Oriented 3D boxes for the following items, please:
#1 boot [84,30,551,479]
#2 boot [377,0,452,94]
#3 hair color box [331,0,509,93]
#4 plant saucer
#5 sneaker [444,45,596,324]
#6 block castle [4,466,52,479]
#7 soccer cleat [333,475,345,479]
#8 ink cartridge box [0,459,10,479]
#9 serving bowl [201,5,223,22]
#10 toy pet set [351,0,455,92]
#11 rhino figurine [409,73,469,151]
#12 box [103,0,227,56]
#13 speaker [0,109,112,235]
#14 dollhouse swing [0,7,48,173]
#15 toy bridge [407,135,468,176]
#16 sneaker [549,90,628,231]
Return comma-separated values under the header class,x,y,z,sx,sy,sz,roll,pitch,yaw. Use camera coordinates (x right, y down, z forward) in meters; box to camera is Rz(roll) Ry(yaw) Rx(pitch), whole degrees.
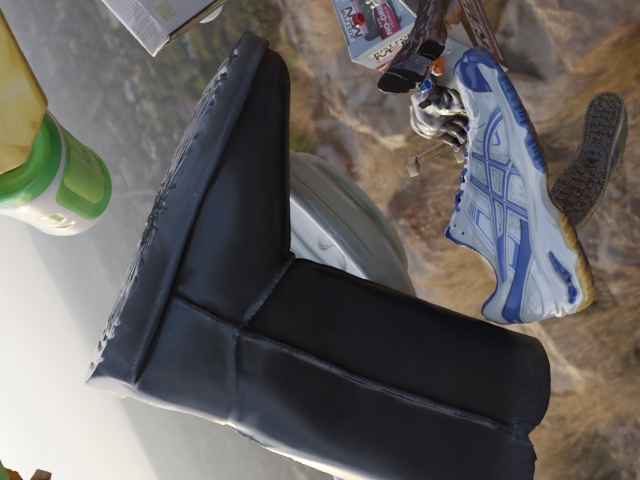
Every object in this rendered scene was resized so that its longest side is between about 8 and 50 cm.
class,x,y,z,sx,sy,sz,roll,pitch,yaw
boot,0.046,0.051,0.885,0.445,0.367,0.146,23,173,-15
boot,0.099,-0.211,0.885,0.037,0.114,0.106,25,146,-22
hair color box,0.149,-0.347,1.358,0.114,0.374,0.185,-26,77,28
plant saucer,0.000,0.000,1.117,0.400,0.100,0.400,41,162,16
sneaker,0.179,-0.052,0.933,0.112,0.131,0.296,-3,-107,-70
block castle,-0.411,0.503,1.252,0.303,0.453,0.212,-76,3,-58
soccer cleat,0.045,0.342,1.403,0.095,0.083,0.248,-18,93,49
ink cartridge box,-0.440,0.291,0.782,0.119,0.353,0.207,-4,114,25
serving bowl,-0.188,-0.402,1.484,0.027,0.083,0.083,26,143,33
toy pet set,0.117,-0.251,0.991,0.122,0.114,0.065,40,151,-18
rhino figurine,0.189,-0.201,1.387,0.106,0.073,0.243,26,178,5
box,-0.157,-0.388,1.024,0.232,0.322,0.058,49,147,-9
speaker,-0.329,-0.079,1.044,0.131,0.131,0.296,62,176,4
dollhouse swing,-0.446,-0.212,0.812,0.315,0.347,0.305,56,169,53
toy bridge,0.242,-0.160,1.534,0.026,0.188,0.063,62,-156,-26
sneaker,0.352,-0.088,1.148,0.064,0.192,0.086,20,177,30
